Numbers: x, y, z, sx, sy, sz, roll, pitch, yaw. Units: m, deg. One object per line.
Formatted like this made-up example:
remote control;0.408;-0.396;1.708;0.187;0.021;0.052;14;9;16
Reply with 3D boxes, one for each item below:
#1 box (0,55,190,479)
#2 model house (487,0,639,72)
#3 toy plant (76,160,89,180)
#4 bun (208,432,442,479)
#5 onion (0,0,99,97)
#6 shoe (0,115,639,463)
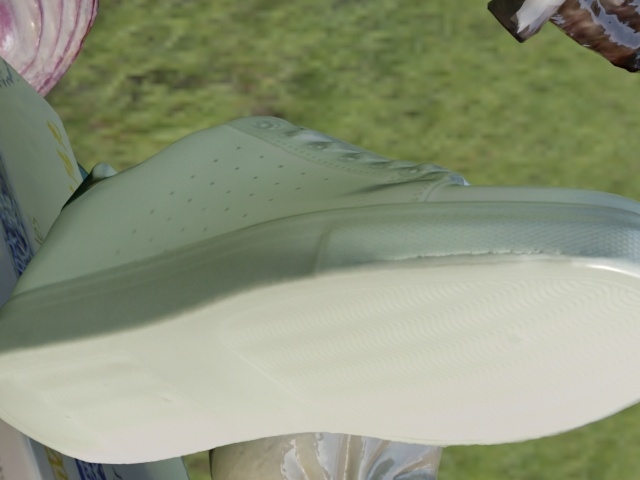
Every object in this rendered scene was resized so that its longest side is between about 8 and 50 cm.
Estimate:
box;-0.127;0.052;0.802;0.343;0.065;0.200;67;8;28
model house;0.085;-0.138;0.454;0.141;0.203;0.164;49;3;-5
toy plant;-0.240;0.029;1.127;0.112;0.233;0.243;90;11;-48
bun;0.014;0.165;1.360;0.120;0.173;0.172;42;-31;53
onion;-0.306;-0.213;1.558;0.207;0.206;0.216;-35;128;-39
shoe;0.000;0.000;0.599;0.095;0.265;0.110;47;47;-37
